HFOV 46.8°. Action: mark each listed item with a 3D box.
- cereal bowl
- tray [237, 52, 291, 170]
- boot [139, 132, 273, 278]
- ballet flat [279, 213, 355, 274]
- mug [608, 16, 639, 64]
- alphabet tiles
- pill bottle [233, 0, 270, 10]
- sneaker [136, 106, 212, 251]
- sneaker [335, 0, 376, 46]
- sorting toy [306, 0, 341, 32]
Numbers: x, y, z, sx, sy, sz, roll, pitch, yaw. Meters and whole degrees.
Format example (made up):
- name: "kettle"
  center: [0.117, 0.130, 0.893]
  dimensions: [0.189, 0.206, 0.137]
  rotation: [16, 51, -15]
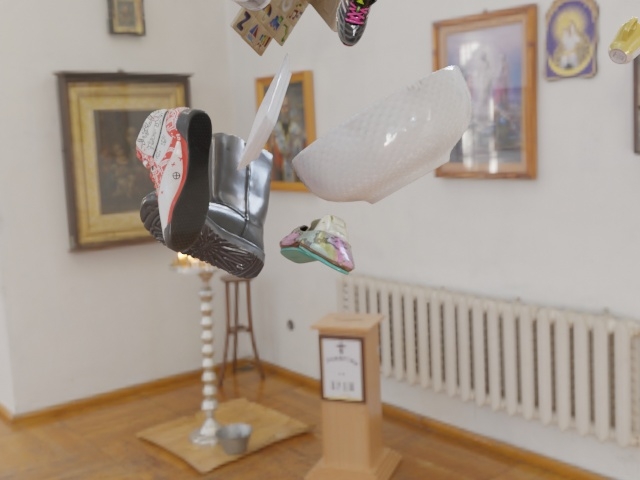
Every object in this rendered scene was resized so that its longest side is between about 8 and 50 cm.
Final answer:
- name: "cereal bowl"
  center: [0.126, -0.163, 1.310]
  dimensions: [0.339, 0.141, 0.339]
  rotation: [-30, 0, 0]
- name: "tray"
  center: [-0.104, -0.260, 1.494]
  dimensions: [0.030, 0.145, 0.270]
  rotation: [24, 38, -11]
- name: "boot"
  center: [-0.293, -0.150, 2.004]
  dimensions: [0.146, 0.445, 0.367]
  rotation: [-33, -53, 32]
- name: "ballet flat"
  center: [0.000, 0.000, 1.109]
  dimensions: [0.076, 0.079, 0.221]
  rotation: [32, -9, -19]
- name: "mug"
  center: [0.555, -0.361, 1.349]
  dimensions: [0.064, 0.078, 0.062]
  rotation: [-47, 26, -21]
- name: "alphabet tiles"
  center: [-0.083, -0.612, 1.737]
  dimensions: [0.011, 0.343, 0.285]
  rotation: [34, 3, 21]
- name: "pill bottle"
  center: [-0.134, -0.456, 1.307]
  dimensions: [0.078, 0.078, 0.137]
  rotation: [-2, 8, 10]
- name: "sneaker"
  center: [-0.289, -0.121, 1.420]
  dimensions: [0.145, 0.270, 0.090]
  rotation: [11, 6, 39]
- name: "sneaker"
  center: [0.071, -0.446, 1.386]
  dimensions: [0.063, 0.171, 0.075]
  rotation: [14, 24, -9]
- name: "sorting toy"
  center: [0.036, -0.604, 1.700]
  dimensions: [0.038, 0.193, 0.208]
  rotation: [0, 36, -27]
